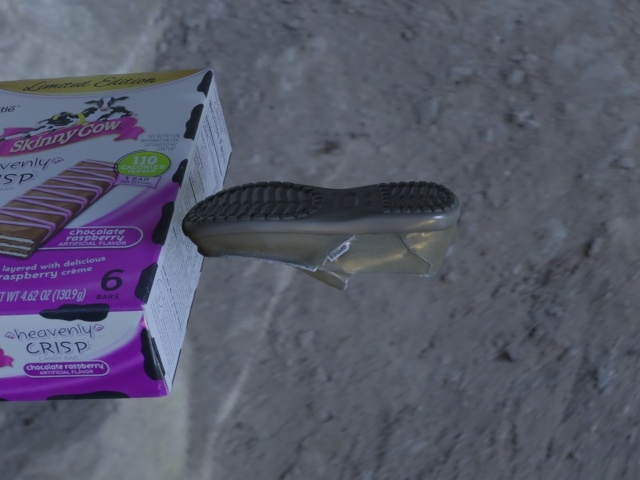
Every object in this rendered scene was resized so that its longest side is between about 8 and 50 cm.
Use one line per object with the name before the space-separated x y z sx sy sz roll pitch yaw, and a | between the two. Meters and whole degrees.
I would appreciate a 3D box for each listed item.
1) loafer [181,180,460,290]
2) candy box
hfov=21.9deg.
loafer | 0.000 0.000 0.869 0.148 0.056 0.050 0 114 10
candy box | -0.151 -0.009 0.981 0.159 0.233 0.071 -3 128 10
